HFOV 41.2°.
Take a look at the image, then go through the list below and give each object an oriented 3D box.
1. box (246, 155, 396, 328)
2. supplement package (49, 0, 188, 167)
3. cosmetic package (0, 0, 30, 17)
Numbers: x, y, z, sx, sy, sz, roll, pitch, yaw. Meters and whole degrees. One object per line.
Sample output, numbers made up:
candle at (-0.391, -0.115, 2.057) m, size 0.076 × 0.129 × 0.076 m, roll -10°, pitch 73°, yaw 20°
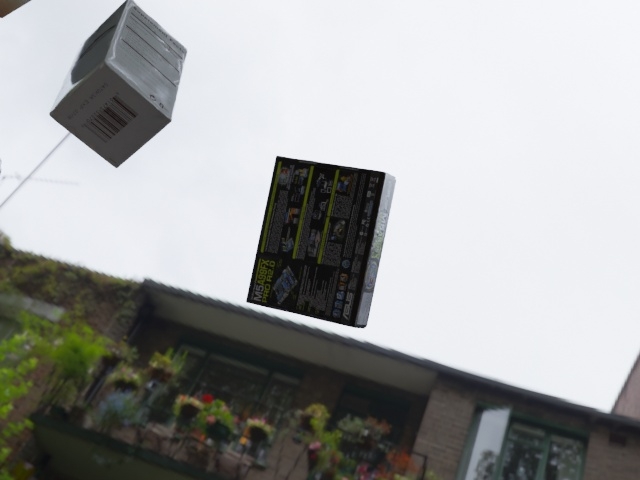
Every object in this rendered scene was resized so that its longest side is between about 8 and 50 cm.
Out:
box at (0.000, 0.000, 1.483) m, size 0.216 × 0.270 × 0.060 m, roll 10°, pitch -2°, yaw 26°
supplement package at (-0.242, -0.196, 1.046) m, size 0.105 × 0.179 × 0.105 m, roll -36°, pitch -59°, yaw 24°
cosmetic package at (-0.468, -0.509, 1.402) m, size 0.296 × 0.153 × 0.129 m, roll -28°, pitch -98°, yaw 10°
